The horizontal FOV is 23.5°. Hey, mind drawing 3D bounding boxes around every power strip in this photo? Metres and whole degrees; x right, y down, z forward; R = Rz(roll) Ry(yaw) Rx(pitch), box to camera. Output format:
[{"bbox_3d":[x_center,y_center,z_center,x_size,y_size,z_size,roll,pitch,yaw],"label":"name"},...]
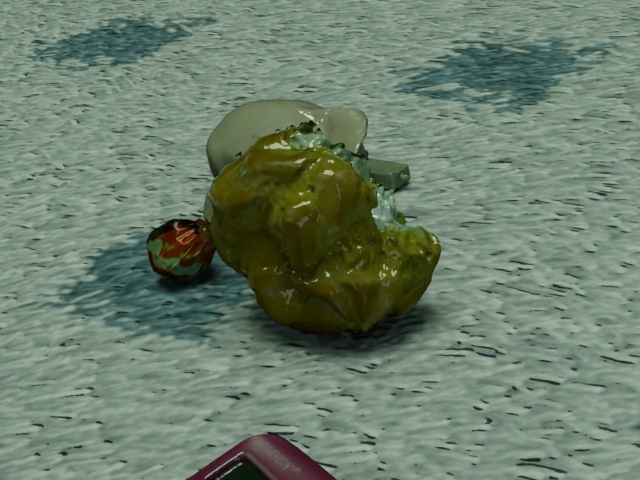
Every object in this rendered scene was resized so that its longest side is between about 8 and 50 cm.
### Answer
[{"bbox_3d":[0.041,-0.056,1.278,0.083,0.017,0.027,13,32,40],"label":"power strip"}]

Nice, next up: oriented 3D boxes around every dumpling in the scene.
[{"bbox_3d":[-0.036,-0.054,1.224,0.176,0.092,0.150,15,48,34],"label":"dumpling"}]

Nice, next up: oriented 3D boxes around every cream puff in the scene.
[{"bbox_3d":[0.001,0.001,1.032,0.121,0.156,0.156,-41,27,2],"label":"cream puff"}]

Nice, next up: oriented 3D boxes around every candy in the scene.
[{"bbox_3d":[-0.053,-0.024,1.122,0.185,0.049,0.055,-31,15,26],"label":"candy"}]

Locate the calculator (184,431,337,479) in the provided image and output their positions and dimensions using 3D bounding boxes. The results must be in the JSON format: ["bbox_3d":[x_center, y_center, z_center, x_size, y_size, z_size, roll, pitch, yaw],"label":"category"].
[{"bbox_3d":[-0.071,0.167,0.798,0.190,0.034,0.127,-24,29,-20],"label":"calculator"}]
